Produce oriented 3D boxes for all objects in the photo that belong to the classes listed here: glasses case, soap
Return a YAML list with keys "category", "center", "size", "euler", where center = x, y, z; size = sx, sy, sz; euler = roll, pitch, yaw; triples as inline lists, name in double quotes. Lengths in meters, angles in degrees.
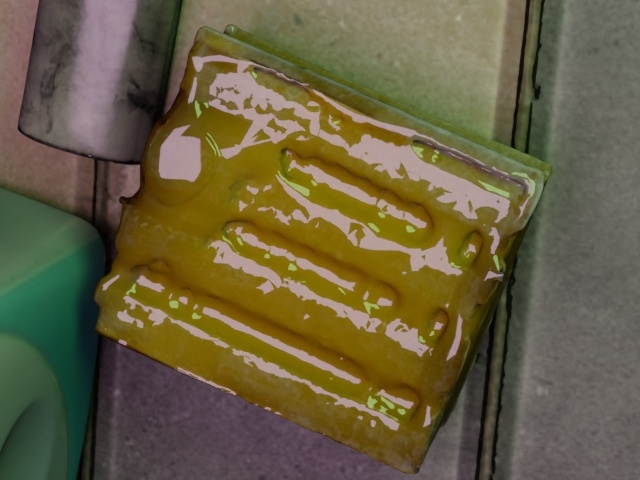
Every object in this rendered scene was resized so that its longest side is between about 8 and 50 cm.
- category: "glasses case"
  center: [-0.158, -0.214, 1.522]
  size: [0.114, 0.060, 0.299]
  euler: [16, 107, 9]
- category: "soap"
  center: [0.000, 0.000, 1.486]
  size: [0.281, 0.143, 0.259]
  euler: [26, 113, 9]

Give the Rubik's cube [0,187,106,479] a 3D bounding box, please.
- category: "Rubik's cube"
  center: [-0.387, 0.131, 1.520]
  size: [0.347, 0.351, 0.352]
  euler: [15, 105, 12]
